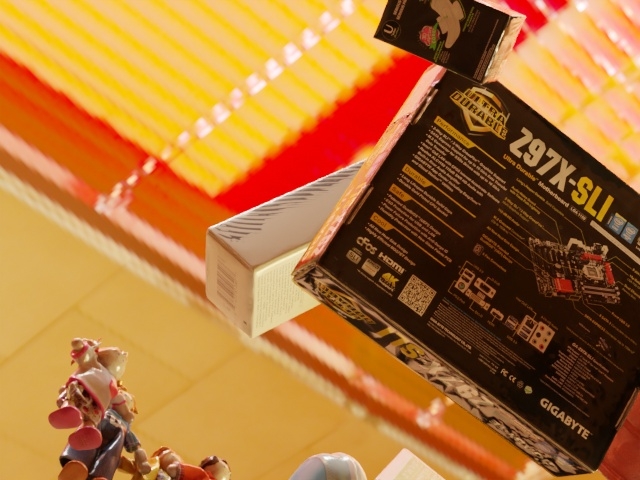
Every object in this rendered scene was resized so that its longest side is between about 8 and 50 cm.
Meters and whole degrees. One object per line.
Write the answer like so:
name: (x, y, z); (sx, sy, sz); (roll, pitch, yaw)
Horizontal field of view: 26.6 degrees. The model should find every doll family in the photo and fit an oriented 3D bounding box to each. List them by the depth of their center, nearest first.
doll family: (-0.202, 0.222, 1.398); (0.263, 0.118, 0.163); (50, -157, -15)

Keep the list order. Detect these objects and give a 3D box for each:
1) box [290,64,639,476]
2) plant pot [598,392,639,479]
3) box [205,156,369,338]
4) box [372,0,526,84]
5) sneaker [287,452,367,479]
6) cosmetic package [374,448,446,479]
box: (0.172, 0.023, 1.245); (0.322, 0.079, 0.257); (36, -112, -9)
plant pot: (0.480, 0.159, 1.642); (0.272, 0.265, 0.272); (12, -152, -6)
box: (0.000, 0.000, 1.600); (0.275, 0.113, 0.094); (-25, -132, -32)
box: (0.089, -0.147, 0.930); (0.083, 0.052, 0.062); (26, -164, 13)
sneaker: (-0.100, 0.308, 1.272); (0.208, 0.127, 0.319); (39, -102, -29)
cosmetic package: (0.184, 0.434, 1.614); (0.365, 0.155, 0.197); (37, -170, 8)
